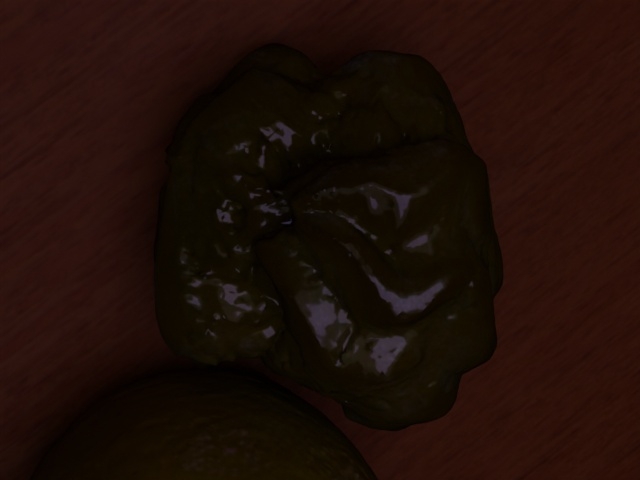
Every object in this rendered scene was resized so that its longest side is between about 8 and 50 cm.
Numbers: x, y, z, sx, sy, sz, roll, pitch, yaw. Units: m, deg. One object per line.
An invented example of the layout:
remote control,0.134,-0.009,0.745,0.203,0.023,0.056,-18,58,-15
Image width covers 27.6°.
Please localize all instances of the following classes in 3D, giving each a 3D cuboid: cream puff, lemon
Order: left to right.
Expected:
lemon,-0.087,0.302,1.087,0.364,0.364,0.364,-5,107,-16
cream puff,0.002,0.008,1.069,0.269,0.274,0.324,-7,105,-25
